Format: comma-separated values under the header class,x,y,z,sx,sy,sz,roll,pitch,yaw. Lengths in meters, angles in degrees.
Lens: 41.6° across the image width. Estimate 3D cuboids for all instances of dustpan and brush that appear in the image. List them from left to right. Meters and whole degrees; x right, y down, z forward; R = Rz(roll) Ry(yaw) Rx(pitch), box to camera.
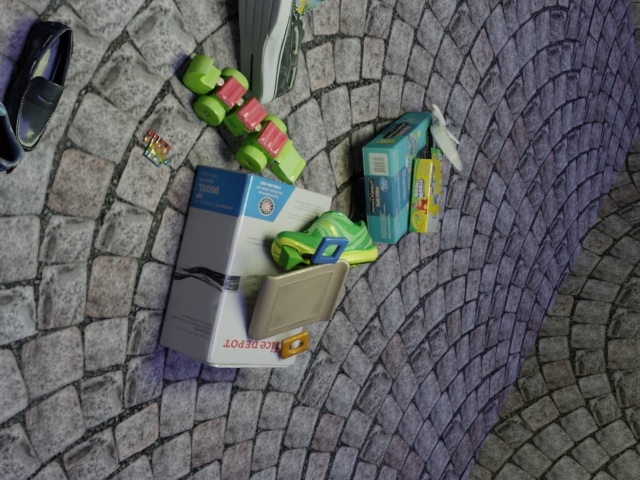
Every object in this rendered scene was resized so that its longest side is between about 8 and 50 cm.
class,x,y,z,sx,sy,sz,roll,pitch,yaw
dustpan and brush,0.328,-0.293,2.248,0.211,0.060,0.147,37,28,-46

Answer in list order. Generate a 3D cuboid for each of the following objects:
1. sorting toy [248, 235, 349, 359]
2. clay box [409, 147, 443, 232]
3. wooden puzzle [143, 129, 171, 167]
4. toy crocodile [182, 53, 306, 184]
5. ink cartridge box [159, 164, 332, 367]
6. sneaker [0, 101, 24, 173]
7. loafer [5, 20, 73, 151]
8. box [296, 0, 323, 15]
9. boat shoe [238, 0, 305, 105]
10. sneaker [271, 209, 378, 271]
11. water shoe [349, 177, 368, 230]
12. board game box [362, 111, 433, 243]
class,x,y,z,sx,sy,sz,roll,pitch,yaw
sorting toy,-0.051,0.115,1.732,0.195,0.047,0.348,-11,136,-31
clay box,0.282,-0.132,2.229,0.127,0.053,0.222,-2,96,-68
wooden puzzle,-0.322,-0.178,1.664,0.083,0.006,0.049,44,66,-49
toy crocodile,-0.151,-0.249,1.741,0.340,0.105,0.115,48,62,-25
ink cartridge box,-0.157,0.063,1.819,0.285,0.166,0.395,13,90,-53
sneaker,-0.531,-0.218,1.285,0.104,0.125,0.262,-49,135,-32
loafer,-0.464,-0.255,1.398,0.076,0.078,0.223,16,88,-52
box,-0.102,-0.539,1.722,0.159,0.044,0.233,-31,143,15
boat shoe,-0.094,-0.440,1.737,0.119,0.121,0.335,-28,148,-35
sneaker,0.000,0.000,1.803,0.295,0.109,0.124,2,69,-48
water shoe,0.121,-0.063,2.214,0.080,0.072,0.203,-5,105,-54
board game box,0.213,-0.173,2.231,0.336,0.079,0.254,-43,134,-56
